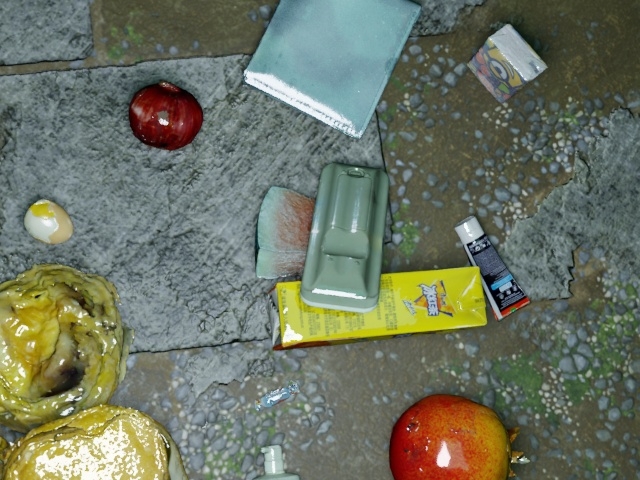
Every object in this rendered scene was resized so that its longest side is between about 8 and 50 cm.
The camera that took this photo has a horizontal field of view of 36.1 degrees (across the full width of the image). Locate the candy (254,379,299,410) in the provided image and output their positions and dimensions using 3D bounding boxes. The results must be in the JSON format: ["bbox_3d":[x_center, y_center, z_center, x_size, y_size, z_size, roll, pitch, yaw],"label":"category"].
[{"bbox_3d":[-0.077,0.269,1.702,0.083,0.020,0.030,-21,85,-10],"label":"candy"}]

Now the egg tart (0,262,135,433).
[{"bbox_3d":[-0.448,0.172,1.609,0.296,0.132,0.297,2,75,-7],"label":"egg tart"}]

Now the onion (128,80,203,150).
[{"bbox_3d":[-0.269,-0.216,1.696,0.131,0.131,0.131,1,81,-9],"label":"onion"}]

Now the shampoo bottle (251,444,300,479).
[{"bbox_3d":[-0.069,0.475,1.638,0.085,0.085,0.263,-4,81,-10],"label":"shampoo bottle"}]

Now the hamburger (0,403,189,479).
[{"bbox_3d":[-0.354,0.404,1.551,0.318,0.158,0.319,0,90,-21],"label":"hamburger"}]

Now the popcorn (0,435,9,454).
[{"bbox_3d":[-0.585,0.380,1.544,0.163,0.140,0.194,26,76,-10],"label":"popcorn"}]

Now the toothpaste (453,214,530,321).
[{"bbox_3d":[0.307,0.050,1.792,0.071,0.045,0.194,-31,93,-4],"label":"toothpaste"}]

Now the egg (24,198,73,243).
[{"bbox_3d":[-0.459,-0.029,1.662,0.083,0.071,0.071,32,77,-8],"label":"egg"}]

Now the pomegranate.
[{"bbox_3d":[0.229,0.359,1.649,0.235,0.210,0.210,3,80,-23],"label":"pomegranate"}]

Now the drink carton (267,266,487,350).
[{"bbox_3d":[0.093,0.117,1.685,0.351,0.154,0.111,-4,82,-10],"label":"drink carton"}]

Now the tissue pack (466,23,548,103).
[{"bbox_3d":[0.340,-0.322,1.800,0.060,0.148,0.109,-40,88,-11],"label":"tissue pack"}]

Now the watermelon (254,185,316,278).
[{"bbox_3d":[0.000,0.000,1.732,0.241,0.094,0.154,13,55,-11],"label":"watermelon"}]

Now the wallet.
[{"bbox_3d":[0.025,-0.363,1.804,0.251,0.054,0.291,24,79,-4],"label":"wallet"}]

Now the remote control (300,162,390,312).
[{"bbox_3d":[0.047,-0.017,1.652,0.127,0.066,0.335,9,42,0],"label":"remote control"}]
